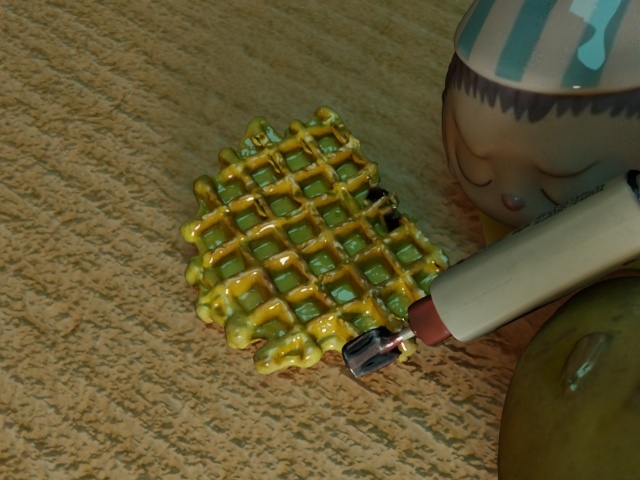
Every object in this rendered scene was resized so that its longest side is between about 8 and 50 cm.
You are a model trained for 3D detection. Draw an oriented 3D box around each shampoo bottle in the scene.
[{"bbox_3d":[0.153,0.037,0.849,0.284,0.153,0.071,-32,84,22],"label":"shampoo bottle"}]

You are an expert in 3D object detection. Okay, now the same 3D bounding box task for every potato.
[{"bbox_3d":[0.326,0.165,0.745,0.397,0.290,0.296,-1,50,28],"label":"potato"}]

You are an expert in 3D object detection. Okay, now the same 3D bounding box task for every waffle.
[{"bbox_3d":[-0.001,0.001,1.009,0.283,0.065,0.309,10,62,11],"label":"waffle"}]

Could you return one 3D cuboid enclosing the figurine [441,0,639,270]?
[{"bbox_3d":[0.295,-0.168,0.922,0.362,0.377,0.266,-19,58,-8],"label":"figurine"}]
